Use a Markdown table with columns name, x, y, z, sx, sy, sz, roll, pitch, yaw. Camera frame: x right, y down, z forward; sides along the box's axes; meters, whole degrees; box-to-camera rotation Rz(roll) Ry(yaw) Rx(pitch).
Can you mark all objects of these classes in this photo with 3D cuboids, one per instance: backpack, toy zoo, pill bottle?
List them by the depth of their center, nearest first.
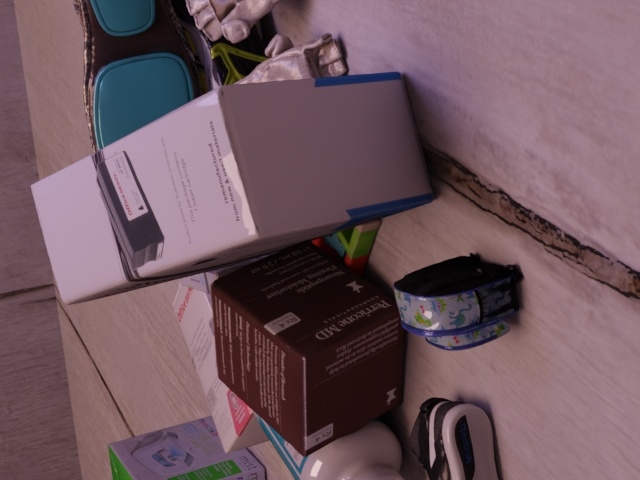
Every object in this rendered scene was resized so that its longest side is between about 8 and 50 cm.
| name | x | y | z | sx | sy | sz | roll | pitch | yaw |
| --- | --- | --- | --- | --- | --- | --- | --- | --- | --- |
| backpack | 0.141 | 0.070 | 1.211 | 0.105 | 0.114 | 0.084 | 18 | 118 | 63 |
| pill bottle | 0.017 | 0.274 | 1.569 | 0.264 | 0.146 | 0.146 | 49 | 145 | 48 |
| toy zoo | 0.000 | 0.000 | 1.606 | 0.192 | 0.030 | 0.293 | 61 | 153 | 32 |

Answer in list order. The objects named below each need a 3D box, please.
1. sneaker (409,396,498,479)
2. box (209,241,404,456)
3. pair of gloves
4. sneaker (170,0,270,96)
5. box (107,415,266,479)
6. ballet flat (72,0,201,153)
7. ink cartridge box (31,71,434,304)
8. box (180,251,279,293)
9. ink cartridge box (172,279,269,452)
| name | x | y | z | sx | sy | sz | roll | pitch | yaw |
| --- | --- | --- | --- | --- | --- | --- | --- | --- | --- |
| sneaker | 0.159 | 0.291 | 1.354 | 0.121 | 0.079 | 0.216 | -174 | 80 | -69 |
| box | -0.018 | 0.135 | 1.492 | 0.203 | 0.169 | 0.167 | 34 | 136 | 41 |
| pair of gloves | -0.074 | -0.263 | 1.487 | 0.204 | 0.042 | 0.240 | -15 | 89 | 31 |
| sneaker | -0.153 | -0.291 | 1.657 | 0.147 | 0.145 | 0.384 | -43 | 62 | 63 |
| box | -0.253 | 0.464 | 2.184 | 0.262 | 0.231 | 0.126 | -150 | 51 | -60 |
| ballet flat | -0.261 | -0.281 | 1.592 | 0.182 | 0.164 | 0.482 | -109 | 10 | -68 |
| ink cartridge box | -0.113 | -0.058 | 1.358 | 0.395 | 0.286 | 0.166 | -17 | 87 | 46 |
| box | -0.111 | 0.043 | 1.658 | 0.186 | 0.145 | 0.038 | 10 | 110 | 65 |
| ink cartridge box | -0.136 | 0.181 | 1.905 | 0.283 | 0.117 | 0.207 | 67 | 155 | 21 |
